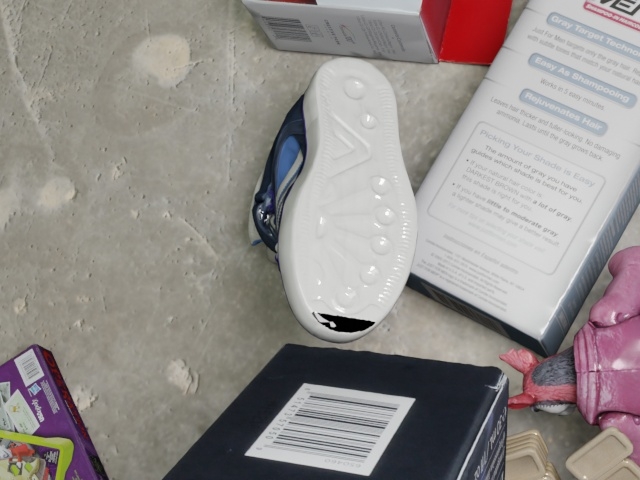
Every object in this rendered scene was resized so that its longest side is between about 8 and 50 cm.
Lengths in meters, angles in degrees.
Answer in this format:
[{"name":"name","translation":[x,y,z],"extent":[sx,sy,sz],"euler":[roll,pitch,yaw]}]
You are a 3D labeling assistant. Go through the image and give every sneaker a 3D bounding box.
[{"name":"sneaker","translation":[0.000,0.000,1.252],"extent":[0.130,0.236,0.322],"euler":[11,56,-13]}]

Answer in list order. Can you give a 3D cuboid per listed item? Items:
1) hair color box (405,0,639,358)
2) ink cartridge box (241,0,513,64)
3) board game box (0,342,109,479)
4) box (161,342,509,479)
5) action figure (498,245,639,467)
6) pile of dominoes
[{"name":"hair color box","translation":[0.239,-0.090,1.261],"extent":[0.185,0.113,0.374],"euler":[28,84,22]},{"name":"ink cartridge box","translation":[0.089,-0.366,1.384],"extent":[0.272,0.130,0.309],"euler":[8,75,17]},{"name":"board game box","translation":[-0.319,0.310,1.340],"extent":[0.208,0.056,0.347],"euler":[-30,67,1]},{"name":"box","translation":[0.019,0.327,1.009],"extent":[0.212,0.293,0.395],"euler":[6,110,17]},{"name":"action figure","translation":[0.334,0.120,1.066],"extent":[0.370,0.276,0.248],"euler":[-9,86,8]},{"name":"pile of dominoes","translation":[0.229,0.286,1.117],"extent":[0.196,0.040,0.251],"euler":[-23,104,23]}]
